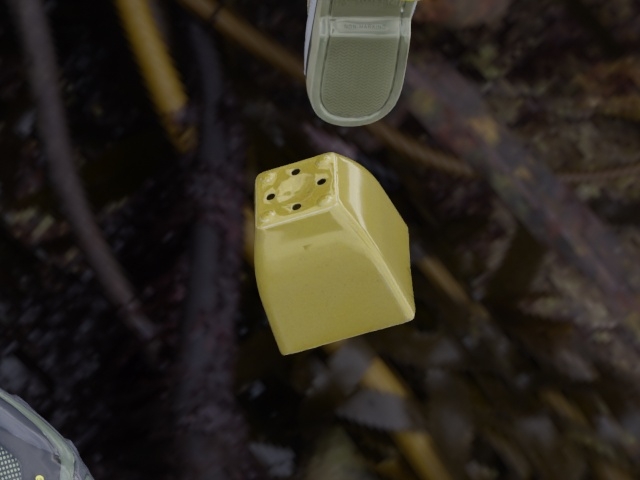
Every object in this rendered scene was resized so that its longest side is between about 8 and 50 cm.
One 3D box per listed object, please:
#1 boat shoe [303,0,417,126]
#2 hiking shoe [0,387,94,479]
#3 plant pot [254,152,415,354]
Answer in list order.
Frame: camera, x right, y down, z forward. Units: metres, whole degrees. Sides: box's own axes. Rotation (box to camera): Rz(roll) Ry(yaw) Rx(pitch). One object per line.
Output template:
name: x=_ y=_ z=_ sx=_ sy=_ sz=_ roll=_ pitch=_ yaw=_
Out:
boat shoe: x=0.041 y=-0.240 z=1.547 sx=0.113 sy=0.302 sz=0.103 roll=6 pitch=39 yaw=-18
hiking shoe: x=-0.123 y=0.145 z=0.735 sx=0.227 sy=0.086 sz=0.114 roll=59 pitch=14 yaw=12
plant pot: x=0.000 y=0.000 z=1.089 sx=0.081 sy=0.081 sz=0.083 roll=-92 pitch=161 yaw=-47
